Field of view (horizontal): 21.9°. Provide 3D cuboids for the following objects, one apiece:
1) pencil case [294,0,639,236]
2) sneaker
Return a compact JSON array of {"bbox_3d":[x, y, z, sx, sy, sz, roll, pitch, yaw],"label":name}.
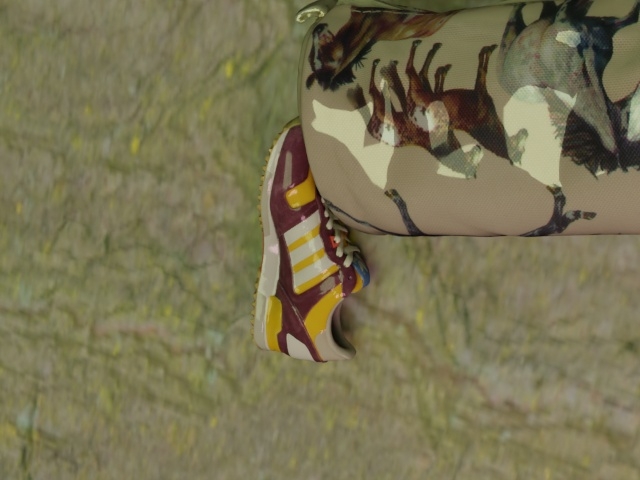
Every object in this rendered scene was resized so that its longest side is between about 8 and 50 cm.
[{"bbox_3d":[0.176,-0.094,1.056,0.410,0.160,0.183,-2,96,27],"label":"pencil case"},{"bbox_3d":[0.000,0.000,1.225,0.084,0.069,0.185,10,111,16],"label":"sneaker"}]
